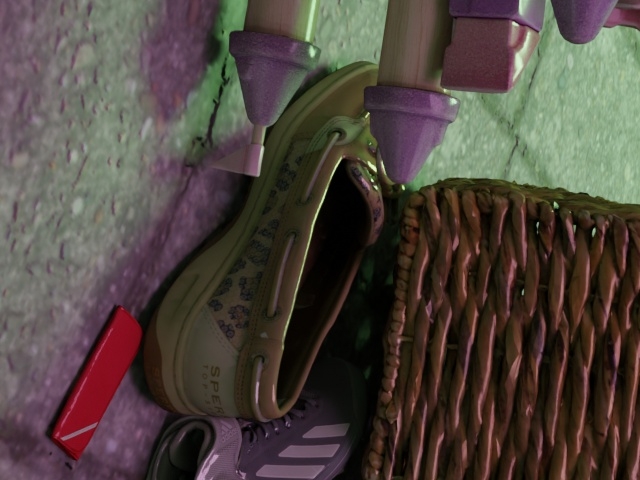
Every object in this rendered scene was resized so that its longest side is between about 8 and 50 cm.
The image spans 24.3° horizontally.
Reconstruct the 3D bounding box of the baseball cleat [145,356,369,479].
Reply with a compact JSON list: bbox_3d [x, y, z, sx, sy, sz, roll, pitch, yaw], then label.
[{"bbox_3d":[-0.036,0.126,0.921,0.206,0.072,0.109,-56,136,-40],"label":"baseball cleat"}]

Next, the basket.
[{"bbox_3d":[0.147,0.112,1.020,0.223,0.214,0.299,-17,116,-82],"label":"basket"}]

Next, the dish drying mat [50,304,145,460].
[{"bbox_3d":[-0.122,0.079,0.821,0.083,0.008,0.032,-64,145,-24],"label":"dish drying mat"}]

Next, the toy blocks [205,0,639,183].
[{"bbox_3d":[0.085,-0.152,0.826,0.309,0.289,0.260,9,88,-63],"label":"toy blocks"}]

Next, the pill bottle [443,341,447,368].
[{"bbox_3d":[0.143,0.182,1.178,0.131,0.131,0.229,-23,119,-55],"label":"pill bottle"}]

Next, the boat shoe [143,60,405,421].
[{"bbox_3d":[0.000,0.000,0.917,0.285,0.089,0.104,-59,143,-32],"label":"boat shoe"}]
